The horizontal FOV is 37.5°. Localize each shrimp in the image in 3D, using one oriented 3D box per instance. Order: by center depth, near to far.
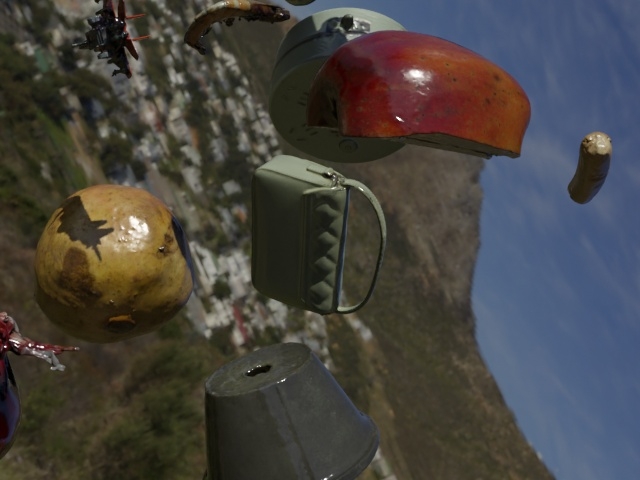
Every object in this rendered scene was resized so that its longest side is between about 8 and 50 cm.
[{"bbox_3d":[-0.153,-0.370,1.643,0.195,0.148,0.035,-10,69,-44],"label":"shrimp"}]

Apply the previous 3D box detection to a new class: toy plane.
[{"bbox_3d":[-0.315,-0.290,1.352,0.189,0.061,0.130,-2,-73,47],"label":"toy plane"}]

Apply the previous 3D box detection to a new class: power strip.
[{"bbox_3d":[0.056,-0.336,2.049,0.357,0.358,0.161,66,24,-50],"label":"power strip"}]

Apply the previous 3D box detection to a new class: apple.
[{"bbox_3d":[0.167,-0.217,1.630,0.295,0.365,0.328,109,-16,-45],"label":"apple"}]

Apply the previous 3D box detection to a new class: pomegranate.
[{"bbox_3d":[-0.359,0.044,1.618,0.281,0.281,0.281,156,-90,-90],"label":"pomegranate"}]

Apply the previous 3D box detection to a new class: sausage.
[{"bbox_3d":[0.513,-0.134,1.789,0.301,0.066,0.065,48,18,-74],"label":"sausage"}]

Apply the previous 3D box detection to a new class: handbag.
[{"bbox_3d":[0.000,0.000,1.440,0.079,0.219,0.256,-43,144,-49],"label":"handbag"}]

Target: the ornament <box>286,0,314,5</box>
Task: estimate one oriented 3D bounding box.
[{"bbox_3d":[-0.051,-0.400,1.323,0.156,0.081,0.075,59,-4,-38],"label":"ornament"}]

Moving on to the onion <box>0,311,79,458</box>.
[{"bbox_3d":[-0.440,0.146,1.096,0.273,0.285,0.273,56,-5,7],"label":"onion"}]

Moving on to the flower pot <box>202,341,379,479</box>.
[{"bbox_3d":[-0.065,0.250,1.329,0.269,0.269,0.166,-114,-176,-73],"label":"flower pot"}]
